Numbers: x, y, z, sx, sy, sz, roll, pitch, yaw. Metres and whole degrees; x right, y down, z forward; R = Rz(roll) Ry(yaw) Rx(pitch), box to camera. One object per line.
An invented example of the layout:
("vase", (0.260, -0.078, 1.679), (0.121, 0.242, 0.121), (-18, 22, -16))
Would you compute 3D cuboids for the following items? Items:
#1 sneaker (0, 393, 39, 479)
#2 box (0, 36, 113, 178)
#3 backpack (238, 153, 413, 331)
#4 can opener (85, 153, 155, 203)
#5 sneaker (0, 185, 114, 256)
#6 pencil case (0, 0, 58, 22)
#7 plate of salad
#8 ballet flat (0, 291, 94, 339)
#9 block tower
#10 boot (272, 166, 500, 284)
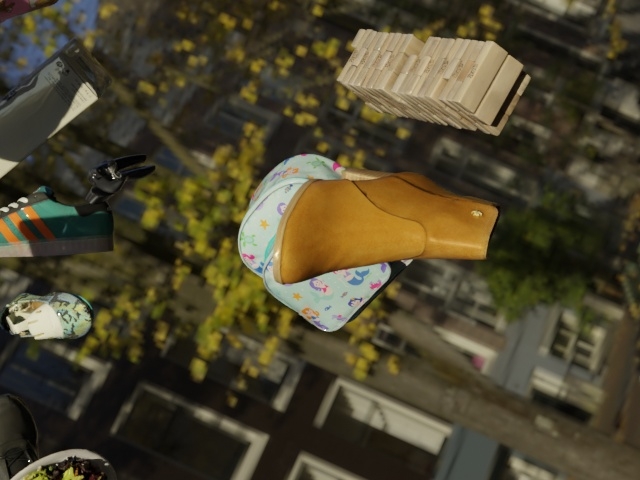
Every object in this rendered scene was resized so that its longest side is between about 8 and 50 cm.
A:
("sneaker", (-0.457, 0.366, 1.966), (0.109, 0.130, 0.286), (-19, -60, -29))
("box", (-0.457, -0.188, 1.994), (0.275, 0.094, 0.113), (-36, 15, 15))
("backpack", (0.000, 0.000, 2.022), (0.225, 0.253, 0.191), (-46, 10, 32))
("can opener", (-0.342, -0.118, 2.208), (0.073, 0.059, 0.186), (-34, 3, 29))
("sneaker", (-0.509, -0.032, 2.225), (0.108, 0.302, 0.121), (-179, 86, -77))
("pencil case", (-0.526, -0.273, 1.648), (0.386, 0.160, 0.167), (-37, -12, -15))
("plate of salad", (-0.307, 0.328, 1.465), (0.199, 0.048, 0.200), (-27, -47, -33))
("ballet flat", (-0.360, 0.104, 1.668), (0.188, 0.070, 0.070), (-6, 52, 53))
("block tower", (0.145, -0.217, 1.742), (0.097, 0.091, 0.335), (-60, 29, -3))
("boot", (0.088, -0.011, 1.484), (0.295, 0.211, 0.104), (-42, -39, -58))
